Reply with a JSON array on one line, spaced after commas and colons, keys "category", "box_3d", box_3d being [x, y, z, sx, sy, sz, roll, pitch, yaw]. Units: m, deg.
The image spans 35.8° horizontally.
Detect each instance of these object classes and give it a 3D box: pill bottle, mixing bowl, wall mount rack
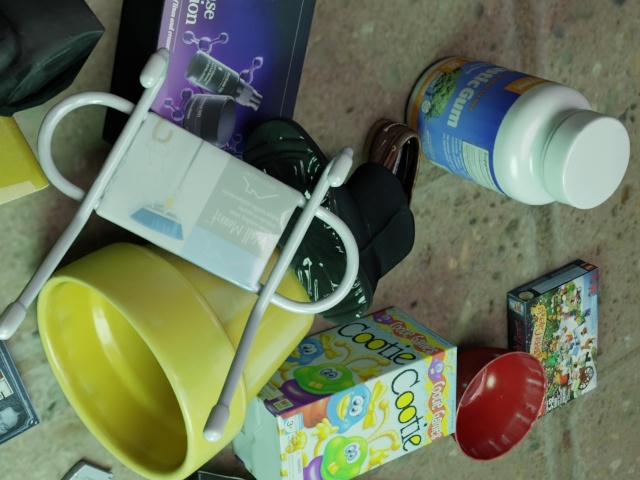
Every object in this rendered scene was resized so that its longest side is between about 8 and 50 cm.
[{"category": "pill bottle", "box_3d": [0.245, -0.134, 1.244, 0.152, 0.272, 0.152, -14, 116, -30]}, {"category": "mixing bowl", "box_3d": [0.243, 0.233, 1.508, 0.181, 0.098, 0.181, -14, 115, -31]}, {"category": "wall mount rack", "box_3d": [-0.131, 0.001, 0.937, 0.350, 0.130, 0.304, 28, 80, -7]}]

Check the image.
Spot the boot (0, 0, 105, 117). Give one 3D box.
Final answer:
[{"category": "boot", "box_3d": [-0.427, -0.230, 0.707, 0.367, 0.146, 0.445, -36, 102, -18]}]

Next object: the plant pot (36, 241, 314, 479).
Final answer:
[{"category": "plant pot", "box_3d": [-0.143, 0.097, 1.105, 0.239, 0.254, 0.254, -33, 126, -39]}]

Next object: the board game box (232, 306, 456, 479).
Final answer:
[{"category": "board game box", "box_3d": [0.031, 0.214, 1.323, 0.275, 0.142, 0.144, -17, 118, -28]}]

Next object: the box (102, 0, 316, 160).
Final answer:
[{"category": "box", "box_3d": [-0.114, -0.216, 1.071, 0.184, 0.103, 0.261, 0, 109, -38]}]

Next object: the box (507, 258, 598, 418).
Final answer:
[{"category": "box", "box_3d": [0.379, 0.164, 1.609, 0.159, 0.044, 0.233, -22, 120, -27]}]

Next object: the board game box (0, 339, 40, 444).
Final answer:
[{"category": "board game box", "box_3d": [-0.415, 0.132, 1.040, 0.165, 0.042, 0.243, -28, 123, -23]}]

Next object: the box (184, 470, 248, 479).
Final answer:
[{"category": "box", "box_3d": [-0.016, 0.493, 1.307, 0.395, 0.318, 0.097, 22, 132, -40]}]

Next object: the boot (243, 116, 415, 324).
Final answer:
[{"category": "boot", "box_3d": [0.018, -0.050, 1.139, 0.246, 0.094, 0.207, 64, 28, -15]}]

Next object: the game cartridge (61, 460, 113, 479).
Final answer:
[{"category": "game cartridge", "box_3d": [-0.298, 0.312, 1.215, 0.056, 0.017, 0.083, 37, 86, -43]}]

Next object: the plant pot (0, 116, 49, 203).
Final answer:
[{"category": "plant pot", "box_3d": [-0.391, -0.104, 0.864, 0.212, 0.212, 0.187, -24, 107, -25]}]

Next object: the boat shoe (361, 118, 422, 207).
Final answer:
[{"category": "boat shoe", "box_3d": [0.084, -0.052, 1.295, 0.073, 0.073, 0.207, -6, 113, -34]}]
